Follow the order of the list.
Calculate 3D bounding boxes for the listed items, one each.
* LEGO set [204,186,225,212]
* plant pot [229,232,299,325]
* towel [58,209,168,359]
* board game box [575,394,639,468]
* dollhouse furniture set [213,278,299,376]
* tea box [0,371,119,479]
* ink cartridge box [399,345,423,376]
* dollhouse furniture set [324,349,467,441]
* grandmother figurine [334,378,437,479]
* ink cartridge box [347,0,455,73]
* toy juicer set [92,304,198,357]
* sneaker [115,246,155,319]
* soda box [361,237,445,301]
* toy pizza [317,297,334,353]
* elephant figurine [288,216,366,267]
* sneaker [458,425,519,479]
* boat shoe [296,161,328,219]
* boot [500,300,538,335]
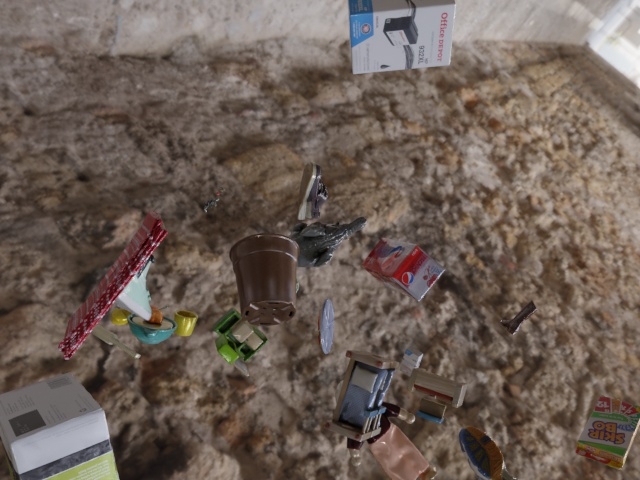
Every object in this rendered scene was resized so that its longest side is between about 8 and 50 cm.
[{"bbox_3d":[-0.293,-0.113,1.609,0.054,0.023,0.083,5,-116,54],"label":"LEGO set"},{"bbox_3d":[-0.122,0.097,1.357,0.166,0.165,0.167,-6,147,-4],"label":"plant pot"},{"bbox_3d":[-0.368,0.065,1.054,0.275,0.031,0.199,-53,-160,-4],"label":"towel"},{"bbox_3d":[0.840,0.550,1.717,0.259,0.124,0.039,-35,125,-42],"label":"board game box"},{"bbox_3d":[-0.152,0.236,1.741,0.301,0.151,0.197,-43,-159,-1],"label":"dollhouse furniture set"},{"bbox_3d":[-0.687,0.569,1.547,0.219,0.324,0.329,-14,-165,-34],"label":"tea box"},{"bbox_3d":[0.277,0.371,1.811,0.028,0.048,0.083,-24,136,-50],"label":"ink cartridge box"},{"bbox_3d":[0.124,0.266,0.956,0.129,0.183,0.129,30,76,-68],"label":"dollhouse furniture set"},{"bbox_3d":[0.155,0.520,1.592,0.207,0.342,0.104,-34,175,-26],"label":"grandmother figurine"},{"bbox_3d":[0.240,-0.640,1.790,0.307,0.129,0.223,-5,145,3],"label":"ink cartridge box"},{"bbox_3d":[-0.492,0.219,1.615,0.329,0.209,0.090,-15,121,-74],"label":"toy juicer set"},{"bbox_3d":[-0.451,0.105,1.485,0.256,0.094,0.151,93,21,-68],"label":"sneaker"},{"bbox_3d":[0.175,0.058,1.317,0.092,0.083,0.263,-51,-170,-4],"label":"soda box"},{"bbox_3d":[0.015,0.311,2.156,0.201,0.032,0.201,-1,90,-77],"label":"toy pizza"},{"bbox_3d":[0.000,0.000,1.863,0.239,0.169,0.186,-18,-129,53],"label":"elephant figurine"},{"bbox_3d":[0.491,0.695,1.736,0.111,0.296,0.131,-16,149,-31],"label":"sneaker"},{"bbox_3d":[-0.021,-0.160,1.966,0.285,0.092,0.103,107,-15,-57],"label":"boat shoe"},{"bbox_3d":[0.592,0.222,1.760,0.114,0.037,0.106,-53,-171,8],"label":"boot"}]
